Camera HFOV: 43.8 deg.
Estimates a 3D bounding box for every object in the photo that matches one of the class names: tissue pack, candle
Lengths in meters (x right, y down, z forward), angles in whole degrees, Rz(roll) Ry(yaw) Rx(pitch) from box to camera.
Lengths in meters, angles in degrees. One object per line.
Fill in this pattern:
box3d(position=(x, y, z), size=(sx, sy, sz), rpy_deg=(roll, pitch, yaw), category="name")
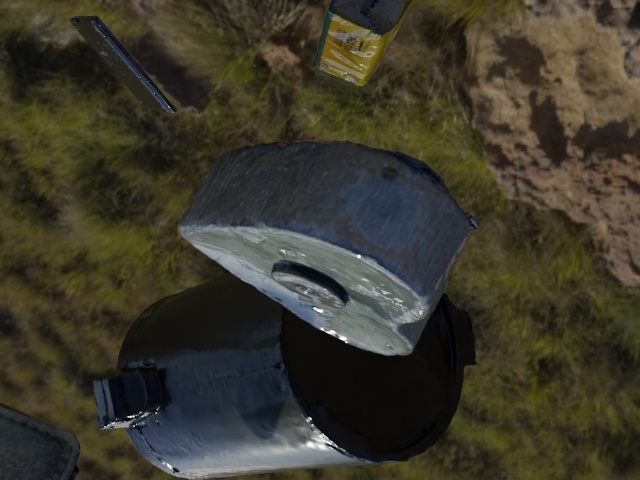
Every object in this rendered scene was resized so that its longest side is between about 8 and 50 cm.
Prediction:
box3d(position=(0.055, -0.265, 0.925), size=(0.082, 0.120, 0.169), rpy_deg=(26, 170, -2), category="tissue pack")
box3d(position=(0.000, 0.000, 0.482), size=(0.168, 0.068, 0.192), rpy_deg=(24, 160, 11), category="candle")

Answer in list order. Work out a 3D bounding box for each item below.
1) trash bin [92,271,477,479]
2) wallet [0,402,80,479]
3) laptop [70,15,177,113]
box3d(position=(-0.042, 0.118, 0.753), size=(0.252, 0.203, 0.301), rpy_deg=(-1, 166, -40), category="trash bin")
box3d(position=(-0.226, 0.154, 0.373), size=(0.167, 0.222, 0.036), rpy_deg=(27, 128, -10), category="wallet")
box3d(position=(-0.297, -0.263, 1.197), size=(0.180, 0.016, 0.129), rpy_deg=(50, 166, -31), category="laptop")
